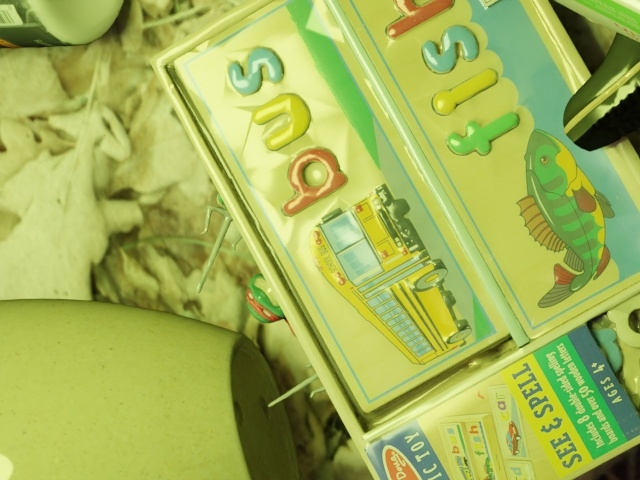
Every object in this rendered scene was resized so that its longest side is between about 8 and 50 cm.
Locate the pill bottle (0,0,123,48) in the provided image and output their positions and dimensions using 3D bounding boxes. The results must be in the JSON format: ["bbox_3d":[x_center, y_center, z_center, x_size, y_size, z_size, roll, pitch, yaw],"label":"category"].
[{"bbox_3d":[-0.289,-0.222,1.554,0.245,0.130,0.130,3,104,35],"label":"pill bottle"}]

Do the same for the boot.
[{"bbox_3d":[0.208,-0.169,1.252,0.198,0.077,0.137,-44,70,10],"label":"boot"}]

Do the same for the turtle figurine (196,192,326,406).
[{"bbox_3d":[0.000,0.000,1.419,0.175,0.118,0.234,41,106,-2],"label":"turtle figurine"}]

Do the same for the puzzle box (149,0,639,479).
[{"bbox_3d":[0.089,-0.018,1.321,0.272,0.052,0.409,-31,83,9],"label":"puzzle box"}]

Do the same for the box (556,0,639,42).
[{"bbox_3d":[0.206,-0.250,1.162,0.262,0.127,0.231,32,93,25],"label":"box"}]

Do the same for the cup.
[{"bbox_3d":[-0.151,0.183,1.481,0.237,0.331,0.331,-15,93,11],"label":"cup"}]
